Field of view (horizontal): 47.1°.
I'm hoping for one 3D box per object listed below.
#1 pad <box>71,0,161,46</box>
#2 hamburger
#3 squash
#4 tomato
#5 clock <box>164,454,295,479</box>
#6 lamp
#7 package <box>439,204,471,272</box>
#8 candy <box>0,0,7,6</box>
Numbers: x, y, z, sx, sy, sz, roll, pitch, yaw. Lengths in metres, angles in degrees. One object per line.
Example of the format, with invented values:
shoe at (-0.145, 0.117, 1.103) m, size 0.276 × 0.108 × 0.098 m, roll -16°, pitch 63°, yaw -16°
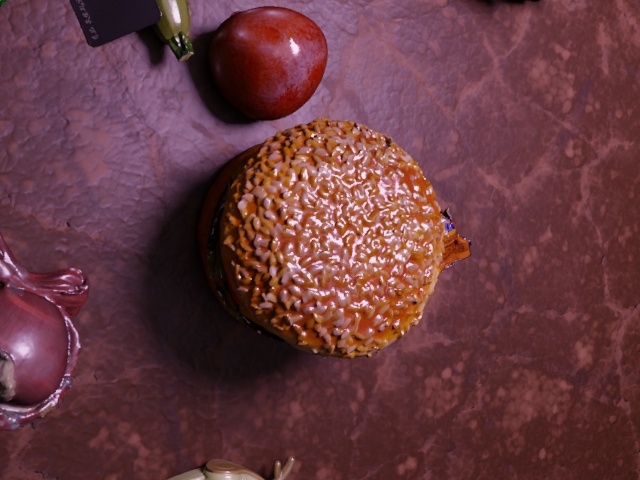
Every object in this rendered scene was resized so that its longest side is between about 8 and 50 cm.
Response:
pad at (-0.288, -0.348, 0.973) m, size 0.112 × 0.003 × 0.157 m, roll -19°, pitch 103°, yaw 11°
hamburger at (0.000, 0.000, 1.028) m, size 0.330 × 0.250 × 0.330 m, roll -1°, pitch 93°, yaw -26°
squash at (-0.228, -0.367, 0.999) m, size 0.066 × 0.066 × 0.252 m, roll -24°, pitch 104°, yaw -23°
tomato at (-0.067, -0.252, 1.039) m, size 0.167 × 0.167 × 0.167 m, roll -2°, pitch 94°, yaw -26°
clock at (-0.146, 0.441, 1.069) m, size 0.308 × 0.096 × 0.235 m, roll -24°, pitch 102°, yaw -24°
lamp at (-0.401, 0.115, 0.912) m, size 0.215 × 0.151 × 0.223 m, roll 34°, pitch 35°, yaw -29°
package at (0.216, -0.003, 1.252) m, size 0.077 × 0.033 × 0.110 m, roll -31°, pitch 110°, yaw -31°
candy at (-0.482, -0.338, 0.876) m, size 0.141 × 0.078 × 0.203 m, roll -46°, pitch 123°, yaw -5°
